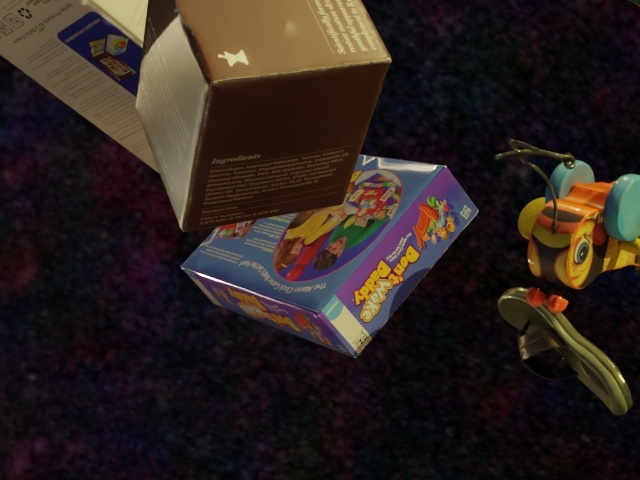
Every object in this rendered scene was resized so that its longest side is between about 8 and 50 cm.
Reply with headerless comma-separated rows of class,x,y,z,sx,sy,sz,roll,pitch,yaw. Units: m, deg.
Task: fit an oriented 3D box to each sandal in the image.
sandal,0.353,0.169,1.947,0.086,0.120,0.303,-37,38,-5

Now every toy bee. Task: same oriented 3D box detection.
toy bee,0.269,-0.005,1.357,0.195,0.298,0.162,27,103,62

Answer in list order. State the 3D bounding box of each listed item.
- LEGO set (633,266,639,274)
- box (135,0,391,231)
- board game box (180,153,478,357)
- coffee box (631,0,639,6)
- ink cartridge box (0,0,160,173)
LEGO set,0.429,0.025,1.705,0.054,0.083,0.023,21,49,32
box,-0.060,-0.141,1.161,0.203,0.167,0.168,109,145,-51
board game box,0.000,0.000,1.584,0.233,0.078,0.347,-48,29,-16
coffee box,0.401,-0.322,1.581,0.184,0.113,0.040,39,123,26
ink cartridge box,-0.193,-0.171,1.402,0.176,0.371,0.069,-19,41,45
